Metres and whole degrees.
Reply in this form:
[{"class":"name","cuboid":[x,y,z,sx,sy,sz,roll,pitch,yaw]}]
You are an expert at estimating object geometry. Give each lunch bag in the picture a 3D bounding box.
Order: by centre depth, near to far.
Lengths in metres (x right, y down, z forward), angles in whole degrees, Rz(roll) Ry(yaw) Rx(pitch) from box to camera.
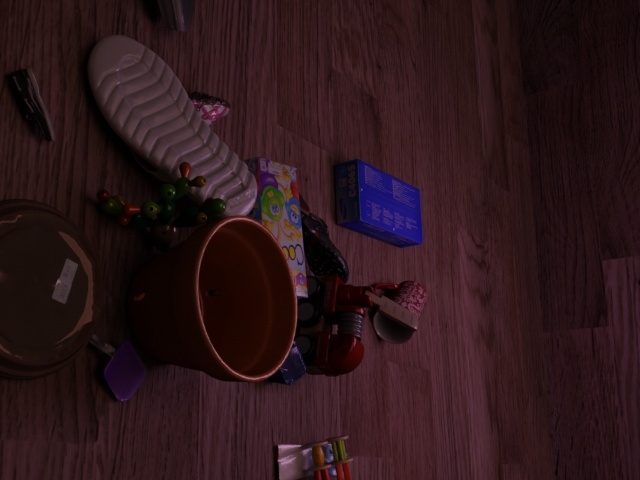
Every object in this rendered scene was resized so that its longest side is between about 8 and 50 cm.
[{"class":"lunch bag","cuboid":[-0.084,0.254,1.866,0.067,0.065,0.098,-31,109,-40]}]

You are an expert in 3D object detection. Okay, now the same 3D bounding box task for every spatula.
[{"class":"spatula","cuboid":[-0.383,0.150,1.449,0.296,0.030,0.084,55,44,-28]}]

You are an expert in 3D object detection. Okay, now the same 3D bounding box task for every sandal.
[{"class":"sandal","cuboid":[-0.291,-0.188,1.642,0.416,0.102,0.169,51,54,-17]}]

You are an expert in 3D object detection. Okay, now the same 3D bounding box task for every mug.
[{"class":"mug","cuboid":[0.213,0.167,2.325,0.169,0.113,0.150,-48,123,-56]}]

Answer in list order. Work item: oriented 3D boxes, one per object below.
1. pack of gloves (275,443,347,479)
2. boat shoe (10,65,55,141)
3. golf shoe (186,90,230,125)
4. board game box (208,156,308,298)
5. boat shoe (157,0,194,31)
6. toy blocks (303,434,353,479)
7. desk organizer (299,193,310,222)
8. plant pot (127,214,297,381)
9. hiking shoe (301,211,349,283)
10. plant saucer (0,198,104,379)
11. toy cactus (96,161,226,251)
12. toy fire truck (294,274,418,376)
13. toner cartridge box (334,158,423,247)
[{"class":"pack of gloves","cuboid":[-0.020,0.543,1.916,0.232,0.046,0.194,13,69,-45]},{"class":"boat shoe","cuboid":[-0.465,-0.217,1.428,0.046,0.038,0.125,-136,-152,-69]},{"class":"golf shoe","cuboid":[-0.248,-0.255,1.775,0.186,0.068,0.085,-16,126,-63]},{"class":"board game box","cuboid":[-0.131,-0.013,1.797,0.144,0.142,0.275,10,72,-57]},{"class":"boat shoe","cuboid":[-0.324,-0.563,1.718,0.118,0.103,0.320,-66,144,-70]},{"class":"toy blocks","cuboid":[0.025,0.505,1.902,0.123,0.054,0.148,0,77,-48]},{"class":"desk organizer","cuboid":[-0.071,-0.046,1.911,0.047,0.130,0.050,35,42,-11]},{"class":"plant pot","cuboid":[-0.204,0.112,1.582,0.291,0.204,0.290,21,65,-54]},{"class":"hiking shoe","cuboid":[0.000,0.000,2.038,0.226,0.086,0.114,54,29,-16]},{"class":"plant saucer","cuboid":[-0.440,0.071,1.341,0.278,0.041,0.277,13,72,-48]},{"class":"toy cactus","cuboid":[-0.285,-0.050,1.576,0.180,0.219,0.112,105,-29,-54]},{"class":"toy fire truck","cuboid":[0.079,0.194,1.960,0.158,0.247,0.216,55,36,-56]},{"class":"toner cartridge box","cuboid":[0.161,-0.092,2.352,0.348,0.075,0.165,19,64,-55]}]
